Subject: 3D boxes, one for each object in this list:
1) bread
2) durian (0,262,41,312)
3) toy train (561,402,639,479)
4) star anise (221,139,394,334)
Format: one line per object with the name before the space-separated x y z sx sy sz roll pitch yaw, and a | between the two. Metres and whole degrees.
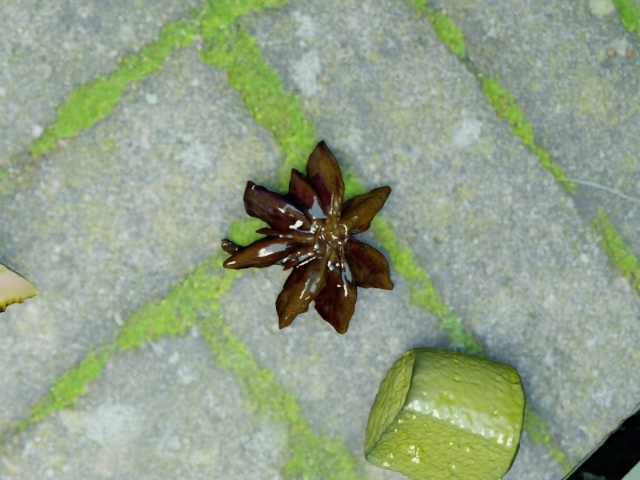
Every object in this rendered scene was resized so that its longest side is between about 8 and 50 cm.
bread | 0.107 0.147 1.267 0.114 0.129 0.111 20 41 -11
durian | -0.378 0.052 1.069 0.305 0.195 0.185 -23 133 -46
toy train | 0.199 0.286 1.302 0.407 0.086 0.088 -40 103 -18
star anise | 0.000 0.000 1.276 0.168 0.057 0.168 2 84 -17
